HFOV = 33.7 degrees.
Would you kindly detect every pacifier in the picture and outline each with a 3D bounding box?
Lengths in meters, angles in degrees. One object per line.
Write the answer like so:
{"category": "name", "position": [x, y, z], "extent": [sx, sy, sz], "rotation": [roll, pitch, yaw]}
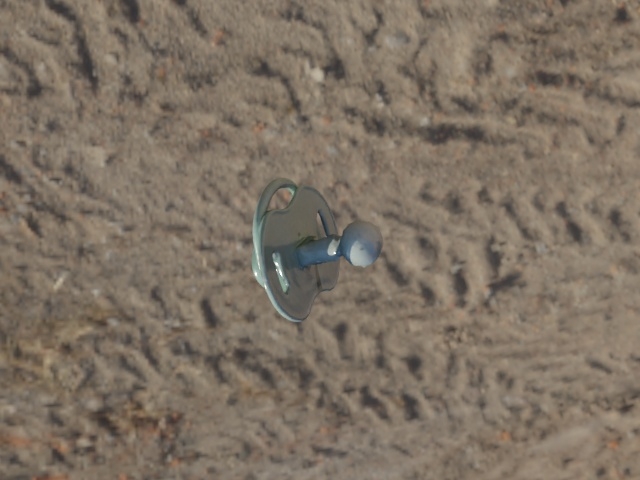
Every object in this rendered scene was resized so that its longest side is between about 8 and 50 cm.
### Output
{"category": "pacifier", "position": [0.000, 0.000, 0.952], "extent": [0.116, 0.127, 0.150], "rotation": [-11, -169, 30]}
